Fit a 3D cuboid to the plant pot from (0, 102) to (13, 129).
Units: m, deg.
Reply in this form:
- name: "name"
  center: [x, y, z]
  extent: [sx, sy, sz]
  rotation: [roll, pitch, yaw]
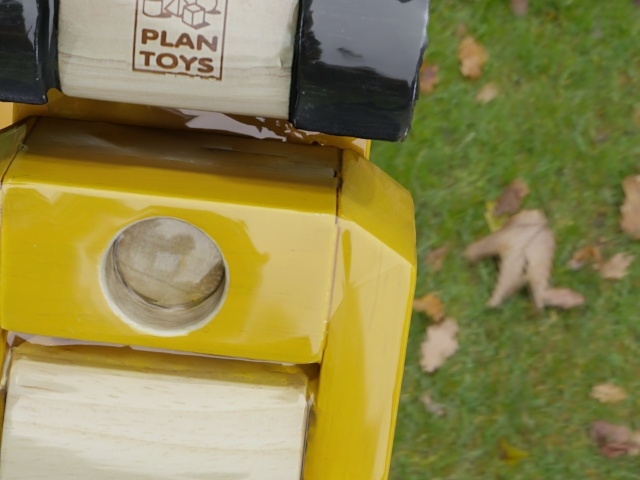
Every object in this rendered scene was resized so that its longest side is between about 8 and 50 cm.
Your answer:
- name: "plant pot"
  center: [-0.259, -0.141, 1.237]
  extent: [0.205, 0.205, 0.188]
  rotation: [-55, 132, -21]

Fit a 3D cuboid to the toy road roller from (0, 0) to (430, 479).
- name: "toy road roller"
  center: [-0.058, -0.037, 0.733]
  extent: [0.202, 0.240, 0.330]
  rotation: [6, 112, 0]
